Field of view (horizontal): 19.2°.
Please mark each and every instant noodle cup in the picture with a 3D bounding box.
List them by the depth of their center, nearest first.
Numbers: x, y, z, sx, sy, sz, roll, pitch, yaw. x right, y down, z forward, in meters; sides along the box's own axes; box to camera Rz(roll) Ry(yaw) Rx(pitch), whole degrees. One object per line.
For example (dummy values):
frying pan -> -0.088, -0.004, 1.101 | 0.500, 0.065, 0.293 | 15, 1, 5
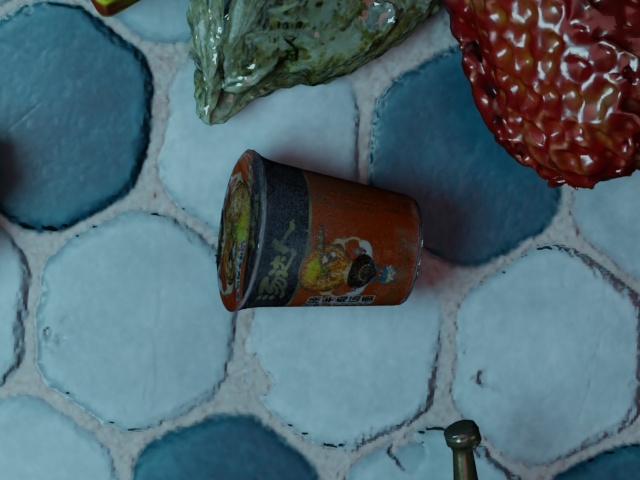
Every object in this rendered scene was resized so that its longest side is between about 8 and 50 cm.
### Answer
instant noodle cup -> 0.001, 0.001, 1.440 | 0.135, 0.127, 0.127 | 7, 94, -17

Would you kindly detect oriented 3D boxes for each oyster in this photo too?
oyster -> -0.004, -0.217, 1.433 | 0.267, 0.112, 0.198 | -29, 118, -11

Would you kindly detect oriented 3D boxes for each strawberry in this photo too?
strawberry -> 0.179, -0.165, 1.397 | 0.205, 0.205, 0.244 | -38, 110, -2

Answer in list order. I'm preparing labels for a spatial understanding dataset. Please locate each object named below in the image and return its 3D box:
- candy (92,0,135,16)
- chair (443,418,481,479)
candy -> -0.152, -0.238, 1.320 | 0.088, 0.276, 0.146 | -29, 96, -2
chair -> 0.025, 0.429, 1.337 | 0.362, 0.364, 0.410 | -18, 112, 0
